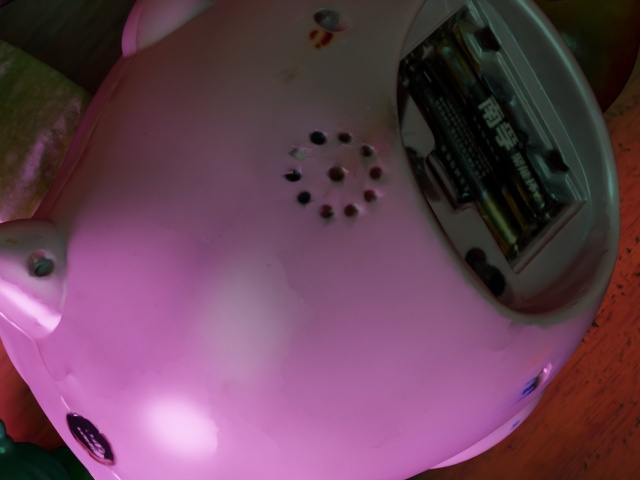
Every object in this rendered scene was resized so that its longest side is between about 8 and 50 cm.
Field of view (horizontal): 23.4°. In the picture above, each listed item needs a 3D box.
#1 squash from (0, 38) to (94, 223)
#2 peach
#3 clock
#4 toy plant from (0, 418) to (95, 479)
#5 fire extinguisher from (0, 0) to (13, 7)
[{"bbox_3d":[-0.211,-0.057,1.010,0.170,0.170,0.122,34,82,-15],"label":"squash"},{"bbox_3d":[0.154,-0.124,1.076,0.151,0.151,0.118,-8,91,-8],"label":"peach"},{"bbox_3d":[0.000,0.000,0.926,0.377,0.251,0.368,-44,111,-35],"label":"clock"},{"bbox_3d":[-0.199,0.204,1.087,0.143,0.105,0.200,-31,123,-48],"label":"toy plant"},{"bbox_3d":[-0.308,-0.289,0.961,0.141,0.105,0.341,-27,109,-5],"label":"fire extinguisher"}]
